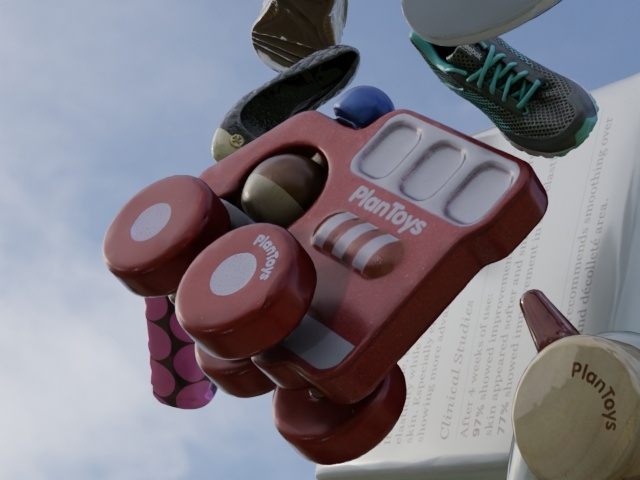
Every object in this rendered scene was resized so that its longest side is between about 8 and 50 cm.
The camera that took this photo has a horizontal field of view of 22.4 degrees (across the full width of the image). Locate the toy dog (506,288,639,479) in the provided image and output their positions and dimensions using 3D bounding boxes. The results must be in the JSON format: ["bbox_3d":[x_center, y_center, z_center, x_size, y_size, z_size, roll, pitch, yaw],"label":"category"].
[{"bbox_3d":[0.110,0.162,0.916,0.333,0.161,0.220,-47,-44,2],"label":"toy dog"}]

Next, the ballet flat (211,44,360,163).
[{"bbox_3d":[-0.034,-0.131,1.511,0.057,0.173,0.049,49,-16,0],"label":"ballet flat"}]

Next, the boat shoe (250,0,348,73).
[{"bbox_3d":[-0.011,-0.273,1.815,0.104,0.089,0.285,23,-25,0],"label":"boat shoe"}]

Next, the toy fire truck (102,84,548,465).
[{"bbox_3d":[0.000,0.000,1.212,0.302,0.254,0.169,32,-16,52],"label":"toy fire truck"}]

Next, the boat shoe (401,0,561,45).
[{"bbox_3d":[0.155,-0.188,0.973,0.228,0.080,0.076,-38,-23,14],"label":"boat shoe"}]

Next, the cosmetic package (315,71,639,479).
[{"bbox_3d":[0.257,0.094,1.416,0.327,0.329,0.394,23,-19,-26],"label":"cosmetic package"}]

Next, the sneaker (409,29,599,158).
[{"bbox_3d":[0.122,-0.113,1.138,0.166,0.065,0.076,36,5,41],"label":"sneaker"}]

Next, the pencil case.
[{"bbox_3d":[-0.160,0.088,1.887,0.095,0.098,0.209,2,-63,1],"label":"pencil case"}]
